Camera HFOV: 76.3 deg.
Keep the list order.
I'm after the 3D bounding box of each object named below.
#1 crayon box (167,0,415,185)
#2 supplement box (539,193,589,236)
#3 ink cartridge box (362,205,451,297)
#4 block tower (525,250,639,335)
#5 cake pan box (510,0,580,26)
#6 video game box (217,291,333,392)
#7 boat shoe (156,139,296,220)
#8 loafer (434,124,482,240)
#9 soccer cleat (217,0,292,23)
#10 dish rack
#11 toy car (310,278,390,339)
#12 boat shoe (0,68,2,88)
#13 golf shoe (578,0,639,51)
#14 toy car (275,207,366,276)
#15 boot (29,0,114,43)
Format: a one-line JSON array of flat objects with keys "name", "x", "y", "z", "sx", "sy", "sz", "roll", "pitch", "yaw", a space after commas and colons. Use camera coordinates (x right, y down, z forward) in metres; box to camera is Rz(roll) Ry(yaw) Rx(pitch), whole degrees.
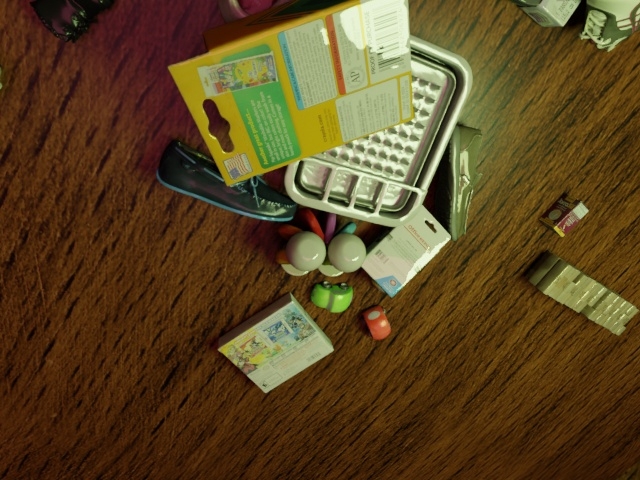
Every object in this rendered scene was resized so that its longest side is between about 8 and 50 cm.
[{"name": "crayon box", "x": -0.029, "y": -0.231, "z": 0.604, "sx": 0.322, "sy": 0.083, "sz": 0.203, "roll": -21, "pitch": 137, "yaw": -3}, {"name": "supplement box", "x": 0.570, "y": -0.059, "z": 0.954, "sx": 0.043, "sy": 0.055, "sz": 0.083, "roll": 34, "pitch": 104, "yaw": -25}, {"name": "ink cartridge box", "x": 0.175, "y": 0.020, "z": 0.873, "sx": 0.180, "sy": 0.060, "sz": 0.104, "roll": -44, "pitch": 95, "yaw": -1}, {"name": "block tower", "x": 0.683, "y": 0.137, "z": 1.060, "sx": 0.335, "sy": 0.091, "sz": 0.097, "roll": 27, "pitch": 109, "yaw": -24}, {"name": "cake pan box", "x": 0.380, "y": -0.532, "z": 0.664, "sx": 0.245, "sy": 0.070, "sz": 0.267, "roll": 25, "pitch": 109, "yaw": -21}, {"name": "video game box", "x": -0.103, "y": 0.245, "z": 0.959, "sx": 0.205, "sy": 0.048, "sz": 0.187, "roll": -33, "pitch": 121, "yaw": 4}, {"name": "boat shoe", "x": -0.158, "y": -0.105, "z": 0.736, "sx": 0.258, "sy": 0.109, "sz": 0.089, "roll": 15, "pitch": 109, "yaw": -22}, {"name": "loafer", "x": 0.293, "y": -0.115, "z": 0.839, "sx": 0.087, "sy": 0.094, "sz": 0.251, "roll": -8, "pitch": 118, "yaw": -4}, {"name": "soccer cleat", "x": -0.018, "y": -0.432, "z": 0.577, "sx": 0.116, "sy": 0.143, "sz": 0.331, "roll": 37, "pitch": 104, "yaw": -27}, {"name": "dish rack", "x": 0.099, "y": -0.206, "z": 0.762, "sx": 0.285, "sy": 0.072, "sz": 0.333, "roll": 12, "pitch": 113, "yaw": -18}, {"name": "toy car", "x": 0.090, "y": 0.141, "z": 0.946, "sx": 0.224, "sy": 0.053, "sz": 0.239, "roll": 5, "pitch": 115, "yaw": -16}, {"name": "boat shoe", "x": -0.526, "y": -0.240, "z": 0.577, "sx": 0.103, "sy": 0.113, "sz": 0.303, "roll": 5, "pitch": 115, "yaw": -9}, {"name": "golf shoe", "x": 0.504, "y": -0.393, "z": 0.695, "sx": 0.272, "sy": 0.105, "sz": 0.120, "roll": -13, "pitch": 141, "yaw": -39}, {"name": "toy car", "x": 0.000, "y": 0.000, "z": 0.819, "sx": 0.181, "sy": 0.159, "sz": 0.136, "roll": 2, "pitch": 79, "yaw": -14}, {"name": "boot", "x": -0.377, "y": -0.363, "z": 0.590, "sx": 0.099, "sy": 0.045, "sz": 0.121, "roll": -33, "pitch": 119, "yaw": 9}]
